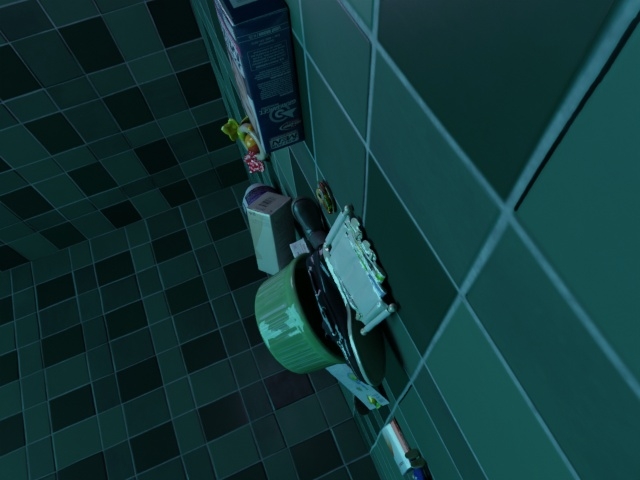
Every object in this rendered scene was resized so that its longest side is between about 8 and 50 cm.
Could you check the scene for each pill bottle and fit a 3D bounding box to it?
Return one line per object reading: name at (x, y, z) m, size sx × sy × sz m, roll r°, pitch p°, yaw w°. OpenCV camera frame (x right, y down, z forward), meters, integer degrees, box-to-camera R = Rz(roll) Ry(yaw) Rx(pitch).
pill bottle at (-0.245, -0.133, 2.029) m, size 0.323 × 0.181 × 0.181 m, roll -121°, pitch 12°, yaw -50°

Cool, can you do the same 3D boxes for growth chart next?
growth chart at (0.074, 0.061, 0.905) m, size 0.237 × 0.021 × 0.172 m, roll 66°, pitch 150°, yaw 15°

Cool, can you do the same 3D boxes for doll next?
doll at (0.281, 0.670, 1.224) m, size 0.129 × 0.046 × 0.189 m, roll -137°, pitch 26°, yaw -73°

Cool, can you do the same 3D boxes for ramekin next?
ramekin at (-0.033, 0.198, 1.185) m, size 0.303 × 0.148 × 0.303 m, roll 45°, pitch -153°, yaw -31°

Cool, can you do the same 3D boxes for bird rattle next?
bird rattle at (-0.284, -0.391, 1.844) m, size 0.207 × 0.143 × 0.254 m, roll 17°, pitch 133°, yaw 58°

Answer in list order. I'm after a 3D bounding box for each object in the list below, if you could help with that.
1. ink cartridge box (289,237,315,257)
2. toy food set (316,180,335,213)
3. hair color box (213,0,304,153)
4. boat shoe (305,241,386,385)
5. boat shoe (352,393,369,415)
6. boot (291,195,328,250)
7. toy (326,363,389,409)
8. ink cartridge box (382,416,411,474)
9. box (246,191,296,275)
ink cartridge box at (-0.054, 0.053, 1.588) m, size 0.181 × 0.061 × 0.104 m, roll 39°, pitch -152°, yaw -81°
toy food set at (0.012, -0.100, 1.045) m, size 0.082 × 0.020 × 0.083 m, roll 85°, pitch 161°, yaw -63°
hair color box at (-0.126, -0.365, 0.949) m, size 0.347 × 0.105 × 0.174 m, roll 82°, pitch 164°, yaw -62°
boat shoe at (0.047, 0.171, 1.037) m, size 0.127 × 0.113 × 0.340 m, roll -15°, pitch -97°, yaw -56°
boat shoe at (0.158, 0.603, 1.811) m, size 0.072 × 0.068 × 0.190 m, roll -73°, pitch -28°, yaw -84°
boot at (0.002, -0.002, 1.177) m, size 0.190 × 0.076 × 0.208 m, roll 56°, pitch -174°, yaw -34°
toy at (0.112, 0.436, 1.444) m, size 0.237 × 0.056 × 0.137 m, roll 45°, pitch 145°, yaw 5°
ink cartridge box at (0.245, 0.652, 1.423) m, size 0.179 × 0.045 × 0.145 m, roll 76°, pitch 168°, yaw -55°
box at (-0.186, -0.021, 1.809) m, size 0.121 × 0.148 × 0.311 m, roll 17°, pitch 131°, yaw 27°
